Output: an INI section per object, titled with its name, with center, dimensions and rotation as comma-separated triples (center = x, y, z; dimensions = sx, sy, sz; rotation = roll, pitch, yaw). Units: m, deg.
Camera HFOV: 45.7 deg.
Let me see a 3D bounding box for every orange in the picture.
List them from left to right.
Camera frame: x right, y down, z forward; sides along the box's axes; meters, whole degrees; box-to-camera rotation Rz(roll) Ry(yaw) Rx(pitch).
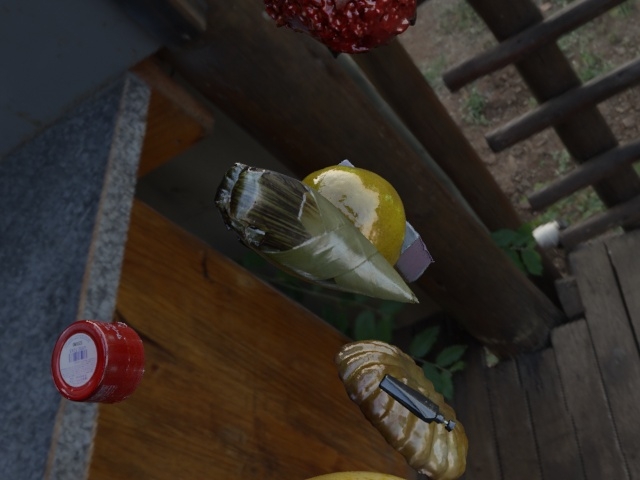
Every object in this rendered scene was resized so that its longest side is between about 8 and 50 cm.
[orange]
center = 0.058, -0.035, 1.656
dimensions = 0.279, 0.279, 0.235
rotation = -2, 28, 41

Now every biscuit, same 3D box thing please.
[biscuit]
center = 0.164, 0.309, 1.441
dimensions = 0.107, 0.326, 0.326
rotation = -45, 41, 11

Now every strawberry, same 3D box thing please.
[strawberry]
center = 0.009, -0.302, 0.800
dimensions = 0.184, 0.201, 0.187
rotation = -6, 64, 15

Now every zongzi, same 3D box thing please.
[zongzi]
center = 0.000, 0.000, 1.285
dimensions = 0.317, 0.289, 0.154
rotation = 26, 88, 29

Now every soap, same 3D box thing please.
[soap]
center = 0.147, -0.038, 1.937
dimensions = 0.107, 0.296, 0.285
rotation = -42, 71, 2

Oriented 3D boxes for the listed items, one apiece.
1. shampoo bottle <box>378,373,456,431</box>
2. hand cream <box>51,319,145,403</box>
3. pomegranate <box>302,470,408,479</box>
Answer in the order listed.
[shampoo bottle]
center = 0.158, 0.266, 1.236
dimensions = 0.027, 0.137, 0.048
rotation = -59, -5, 32
[hand cream]
center = -0.515, 0.280, 1.754
dimensions = 0.193, 0.125, 0.193
rotation = -6, 77, 28
[pomegranate]
center = 0.024, 0.480, 0.870
dimensions = 0.417, 0.416, 0.416
rotation = -23, 48, 29
